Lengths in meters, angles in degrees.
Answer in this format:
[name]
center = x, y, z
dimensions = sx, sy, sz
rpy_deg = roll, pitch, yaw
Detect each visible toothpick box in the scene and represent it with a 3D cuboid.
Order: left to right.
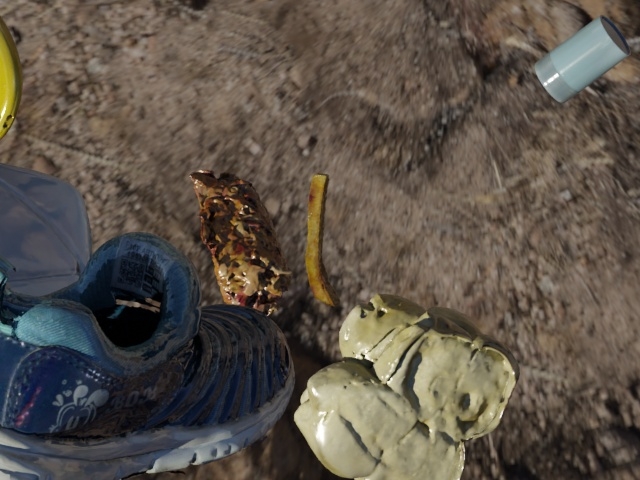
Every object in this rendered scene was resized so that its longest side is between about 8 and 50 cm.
[toothpick box]
center = 0.263, -0.182, 1.295
dimensions = 0.083, 0.052, 0.052
rpy_deg = -36, 97, 29

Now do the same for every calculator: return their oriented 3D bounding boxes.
[calculator]
center = -0.417, -0.210, 1.532
dimensions = 0.235, 0.032, 0.146
rpy_deg = 49, 119, 34

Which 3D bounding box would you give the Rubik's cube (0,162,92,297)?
[Rubik's cube]
center = -0.175, 0.061, 0.609
dimensions = 0.254, 0.254, 0.254
rpy_deg = 1, 103, 5

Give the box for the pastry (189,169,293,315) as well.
[pastry]
center = -0.063, -0.001, 1.086
dimensions = 0.063, 0.169, 0.087
rpy_deg = -21, 133, 3

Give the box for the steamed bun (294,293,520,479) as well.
[steamed bun]
center = 0.062, 0.136, 1.151
dimensions = 0.192, 0.106, 0.177
rpy_deg = 21, 98, -29

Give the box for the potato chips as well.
[potato chips]
center = 0.000, 0.000, 1.540
dimensions = 0.037, 0.026, 0.204
rpy_deg = 4, 128, 10

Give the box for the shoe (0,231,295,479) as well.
[shoe]
center = -0.059, 0.033, 0.386
dimensions = 0.064, 0.143, 0.071
rpy_deg = 21, 103, 32
